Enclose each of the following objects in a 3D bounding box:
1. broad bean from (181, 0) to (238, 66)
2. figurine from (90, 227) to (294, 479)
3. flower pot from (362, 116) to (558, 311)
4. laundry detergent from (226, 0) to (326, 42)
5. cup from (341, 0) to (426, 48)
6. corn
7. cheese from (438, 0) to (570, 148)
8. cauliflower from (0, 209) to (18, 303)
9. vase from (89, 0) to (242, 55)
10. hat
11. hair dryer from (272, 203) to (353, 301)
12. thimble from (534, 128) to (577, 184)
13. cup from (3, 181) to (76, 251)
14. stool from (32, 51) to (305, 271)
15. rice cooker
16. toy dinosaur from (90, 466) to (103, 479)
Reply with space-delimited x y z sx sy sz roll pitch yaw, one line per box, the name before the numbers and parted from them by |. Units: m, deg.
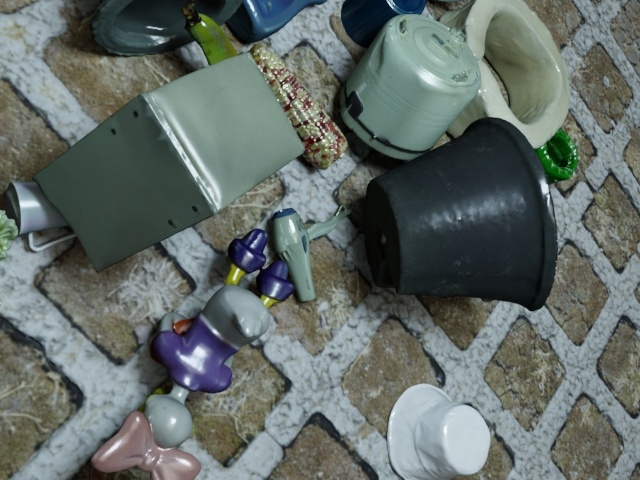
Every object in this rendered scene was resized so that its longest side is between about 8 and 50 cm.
broad bean | -0.152 -0.271 1.138 0.075 0.067 0.325 -88 156 -43
figurine | -0.168 0.176 1.032 0.154 0.193 0.421 43 68 -21
flower pot | 0.221 -0.031 1.243 0.250 0.379 0.380 -9 86 -10
laundry detergent | -0.059 -0.485 1.270 0.290 0.094 0.143 -41 99 -29
cup | 0.126 -0.475 1.353 0.113 0.138 0.150 12 75 -29
corn | -0.051 -0.238 1.237 0.253 0.086 0.086 50 61 -13
cheese | 0.373 -0.349 1.469 0.332 0.153 0.292 51 61 -13
cauliflower | -0.494 -0.010 0.823 0.238 0.315 0.257 -26 79 -13
vase | -0.286 -0.471 1.072 0.245 0.245 0.291 -19 83 -32
hat | 0.231 0.366 1.276 0.203 0.126 0.203 8 74 -28
hair dryer | -0.004 0.020 1.252 0.199 0.067 0.167 -7 94 -46
thimble | 0.518 -0.191 1.566 0.118 0.090 0.130 -43 104 -31
cup | -0.396 -0.037 1.011 0.116 0.074 0.104 -8 110 -36
stool | -0.206 -0.112 0.974 0.170 0.269 0.243 59 37 -9
rice cooker | 0.162 -0.280 1.287 0.225 0.244 0.226 17 46 -18
toy dinosaur | -0.278 0.416 1.017 0.108 0.032 0.220 -34 101 -34
